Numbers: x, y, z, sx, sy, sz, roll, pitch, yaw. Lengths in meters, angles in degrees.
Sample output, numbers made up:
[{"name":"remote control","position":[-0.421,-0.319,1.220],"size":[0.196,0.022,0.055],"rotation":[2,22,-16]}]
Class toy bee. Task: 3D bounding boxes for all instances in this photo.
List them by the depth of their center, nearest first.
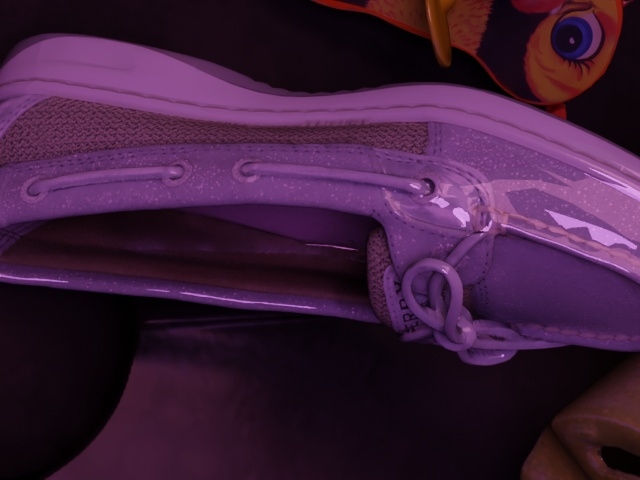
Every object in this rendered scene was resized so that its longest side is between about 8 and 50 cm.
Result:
[{"name":"toy bee","position":[0.095,-0.127,0.760],"size":[0.298,0.162,0.195],"rotation":[20,28,24]}]

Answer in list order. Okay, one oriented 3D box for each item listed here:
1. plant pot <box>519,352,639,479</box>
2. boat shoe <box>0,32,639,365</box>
[{"name":"plant pot","position":[0.237,0.099,0.625],"size":[0.254,0.276,0.276],"rotation":[-27,74,-26]},{"name":"boat shoe","position":[-0.001,-0.002,0.591],"size":[0.320,0.118,0.103],"rotation":[14,61,13]}]
